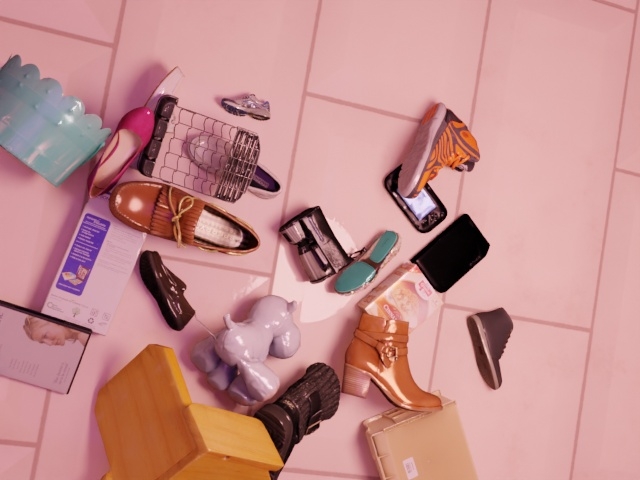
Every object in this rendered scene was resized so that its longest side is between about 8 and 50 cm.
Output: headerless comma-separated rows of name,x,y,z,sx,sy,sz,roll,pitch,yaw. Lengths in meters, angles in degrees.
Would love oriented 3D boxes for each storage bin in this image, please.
storage bin,0.270,0.583,1.936,0.260,0.123,0.262,-18,94,-15

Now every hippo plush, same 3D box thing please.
hippo plush,-0.181,0.242,1.803,0.236,0.234,0.294,-45,118,-43

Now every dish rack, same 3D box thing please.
dish rack,-0.290,-0.213,1.743,0.271,0.074,0.208,18,102,-19

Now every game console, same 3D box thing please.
game console,0.303,-0.047,1.999,0.213,0.044,0.361,-40,99,-13

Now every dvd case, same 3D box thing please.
dvd case,-0.692,0.250,1.691,0.252,0.022,0.180,21,104,-14

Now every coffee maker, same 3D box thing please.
coffee maker,0.000,0.000,1.888,0.171,0.120,0.178,-36,100,-39

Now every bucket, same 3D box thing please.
bucket,-0.641,-0.263,1.625,0.281,0.281,0.183,39,81,-12

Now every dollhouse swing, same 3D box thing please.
dollhouse swing,-0.330,0.463,1.714,0.315,0.305,0.347,26,122,-39

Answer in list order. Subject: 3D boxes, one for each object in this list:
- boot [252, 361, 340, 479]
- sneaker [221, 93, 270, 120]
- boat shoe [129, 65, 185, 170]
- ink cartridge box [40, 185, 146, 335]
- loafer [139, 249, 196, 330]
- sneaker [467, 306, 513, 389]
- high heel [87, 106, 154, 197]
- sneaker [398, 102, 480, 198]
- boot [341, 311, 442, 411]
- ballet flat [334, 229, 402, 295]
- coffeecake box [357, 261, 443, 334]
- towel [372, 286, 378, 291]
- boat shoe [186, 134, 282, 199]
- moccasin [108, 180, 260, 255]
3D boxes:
boot,-0.086,0.491,1.828,0.131,0.348,0.260,38,34,15
sneaker,-0.194,-0.355,1.868,0.135,0.052,0.058,12,76,-23
boat shoe,-0.404,-0.299,1.781,0.096,0.098,0.277,32,90,-13
ink cartridge box,-0.540,0.050,1.748,0.165,0.065,0.333,23,84,-14
loafer,-0.382,0.117,1.793,0.078,0.080,0.220,-33,108,-37
sneaker,0.505,0.305,2.028,0.118,0.083,0.222,-15,92,-16
high heel,-0.465,-0.202,1.653,0.082,0.117,0.244,37,121,-24
sneaker,0.337,-0.216,1.944,0.180,0.124,0.321,33,64,-14
boot,0.202,0.319,1.858,0.283,0.109,0.220,15,79,-1
ballet flat,0.137,0.074,1.933,0.241,0.077,0.091,-43,57,-11
coffeecake box,0.218,0.173,1.946,0.185,0.068,0.142,-40,105,-9
towel,0.187,0.148,1.979,0.083,0.009,0.060,-18,95,-15
boat shoe,-0.216,-0.188,1.831,0.267,0.088,0.096,34,80,-13
moccasin,-0.321,-0.044,1.725,0.380,0.147,0.139,27,81,-29
